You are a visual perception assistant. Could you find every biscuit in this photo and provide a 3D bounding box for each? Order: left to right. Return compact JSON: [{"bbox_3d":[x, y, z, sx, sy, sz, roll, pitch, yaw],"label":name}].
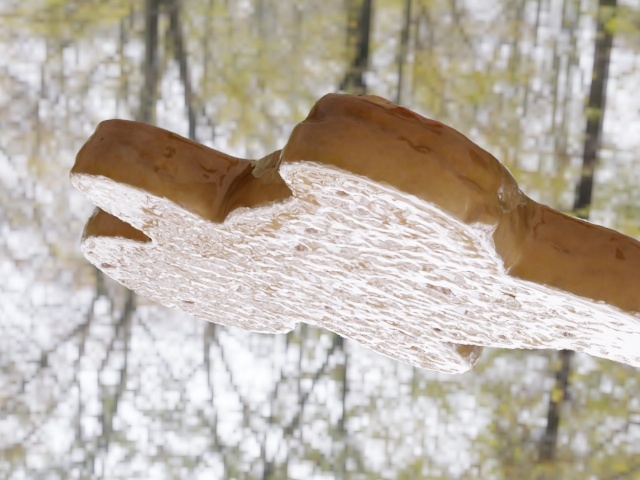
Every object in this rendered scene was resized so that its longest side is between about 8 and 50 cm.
[{"bbox_3d":[0.000,-0.001,0.533,0.165,0.036,0.250,29,162,-27],"label":"biscuit"}]
